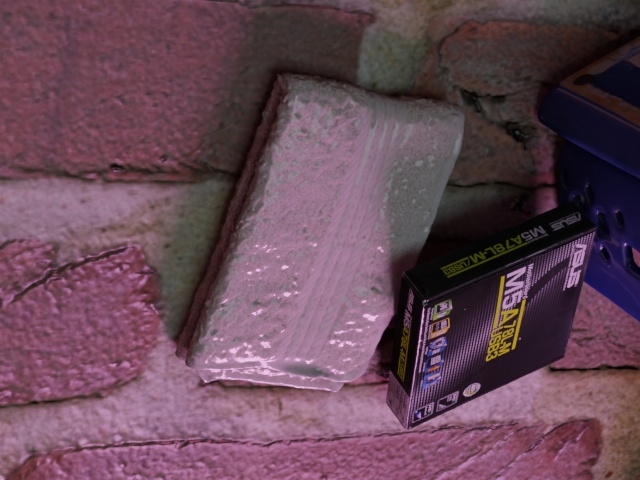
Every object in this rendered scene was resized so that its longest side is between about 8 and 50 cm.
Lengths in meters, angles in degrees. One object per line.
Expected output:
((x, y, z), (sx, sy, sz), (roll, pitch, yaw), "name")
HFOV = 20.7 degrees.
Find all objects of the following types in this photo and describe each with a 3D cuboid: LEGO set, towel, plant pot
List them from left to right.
((0.000, 0.000, 1.488), (0.187, 0.049, 0.282), (8, 112, -34), "towel")
((0.179, -0.003, 1.609), (0.054, 0.023, 0.083), (-14, 108, -55), "LEGO set")
((0.341, -0.068, 1.540), (0.236, 0.236, 0.212), (-30, 120, -12), "plant pot")

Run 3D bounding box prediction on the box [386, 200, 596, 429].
((0.151, 0.069, 1.580), (0.184, 0.045, 0.190), (-20, 142, -21), "box")
